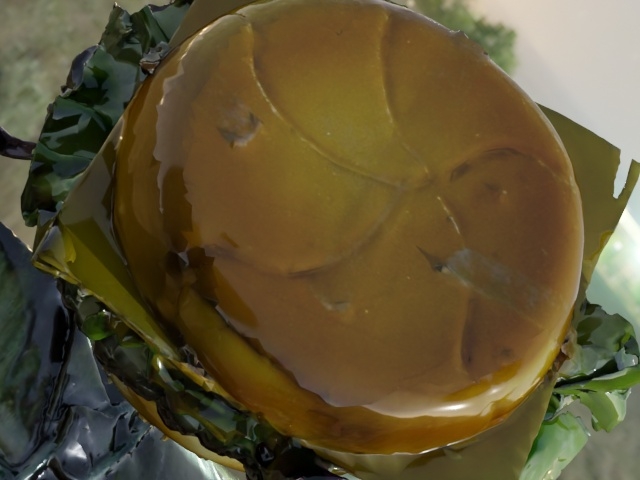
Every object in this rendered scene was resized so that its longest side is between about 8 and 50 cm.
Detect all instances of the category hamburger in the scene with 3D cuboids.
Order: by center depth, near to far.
[{"bbox_3d":[0.002,0.004,0.438,0.189,0.164,0.093,41,-33,0],"label":"hamburger"}]

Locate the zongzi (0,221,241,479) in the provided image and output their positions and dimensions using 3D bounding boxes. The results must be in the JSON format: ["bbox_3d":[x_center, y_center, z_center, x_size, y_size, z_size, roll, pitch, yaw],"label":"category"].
[{"bbox_3d":[-0.154,0.244,0.712,0.362,0.383,0.319,39,-5,47],"label":"zongzi"}]
